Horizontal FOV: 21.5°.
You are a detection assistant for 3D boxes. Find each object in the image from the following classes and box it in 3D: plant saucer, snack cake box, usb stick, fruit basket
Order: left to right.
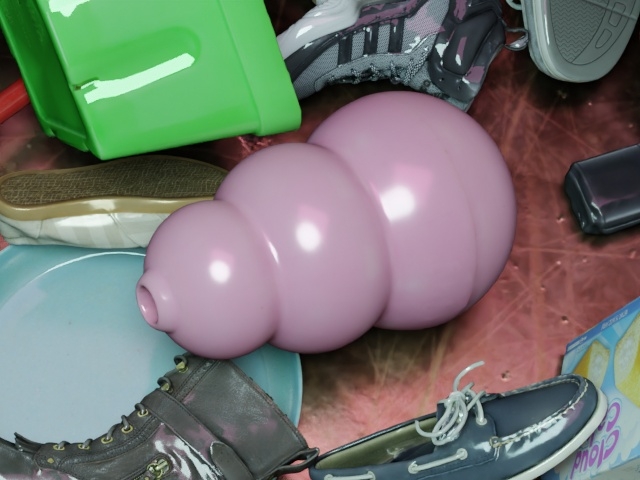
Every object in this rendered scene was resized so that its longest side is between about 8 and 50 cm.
[{"bbox_3d":[-0.175,0.129,1.453,0.317,0.044,0.318,2,68,-4],"label":"plant saucer"},{"bbox_3d":[-0.109,-0.281,1.436,0.392,0.283,0.392,-6,103,-25],"label":"fruit basket"},{"bbox_3d":[0.276,0.131,1.364,0.089,0.264,0.152,19,67,-9],"label":"snack cake box"},{"bbox_3d":[0.362,-0.073,1.574,0.278,0.045,0.077,-17,67,-11],"label":"usb stick"}]

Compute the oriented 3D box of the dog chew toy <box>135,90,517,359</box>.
[{"bbox_3d":[0.000,0.000,1.407,0.331,0.206,0.207,-20,71,-27],"label":"dog chew toy"}]

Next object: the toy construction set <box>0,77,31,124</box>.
[{"bbox_3d":[-0.322,-0.270,1.527,0.237,0.257,0.309,-40,97,-30],"label":"toy construction set"}]

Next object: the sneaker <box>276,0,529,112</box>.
[{"bbox_3d":[0.064,-0.162,1.556,0.268,0.101,0.153,-35,86,-4],"label":"sneaker"}]

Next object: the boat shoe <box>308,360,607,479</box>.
[{"bbox_3d":[0.109,0.163,1.385,0.254,0.095,0.079,-25,108,23],"label":"boat shoe"}]

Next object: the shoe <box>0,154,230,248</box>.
[{"bbox_3d":[-0.175,-0.030,1.469,0.219,0.058,0.076,-3,38,-10],"label":"shoe"}]

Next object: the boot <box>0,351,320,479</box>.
[{"bbox_3d":[-0.161,0.164,1.382,0.263,0.091,0.229,39,65,6],"label":"boot"}]

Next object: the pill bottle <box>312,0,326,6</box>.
[{"bbox_3d":[-0.005,-0.281,1.616,0.067,0.067,0.120,-30,73,-15],"label":"pill bottle"}]

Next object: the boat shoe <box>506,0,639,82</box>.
[{"bbox_3d":[0.237,-0.296,1.634,0.118,0.103,0.320,6,72,-23],"label":"boat shoe"}]
